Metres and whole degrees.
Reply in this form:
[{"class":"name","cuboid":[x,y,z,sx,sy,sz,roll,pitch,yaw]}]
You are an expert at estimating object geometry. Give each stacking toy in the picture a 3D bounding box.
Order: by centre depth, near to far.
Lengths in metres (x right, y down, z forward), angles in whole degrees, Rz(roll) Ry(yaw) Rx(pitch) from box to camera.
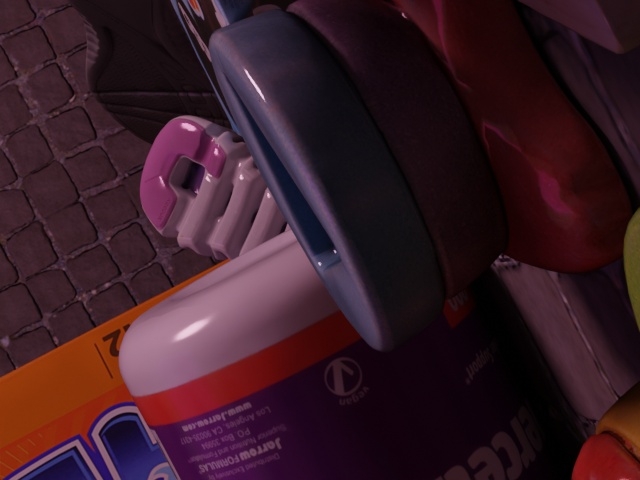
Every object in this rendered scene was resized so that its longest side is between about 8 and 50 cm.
[{"class":"stacking toy","cuboid":[0.051,0.029,0.471,0.309,0.130,0.279,60,173,11]}]

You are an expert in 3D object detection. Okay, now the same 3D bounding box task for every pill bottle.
[{"class":"pill bottle","cuboid":[0.042,0.149,0.788,0.323,0.181,0.181,62,173,-5]}]

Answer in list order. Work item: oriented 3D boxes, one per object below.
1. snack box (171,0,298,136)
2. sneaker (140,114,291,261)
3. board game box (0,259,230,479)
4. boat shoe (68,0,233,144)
[{"class":"snack box","cuboid":[-0.075,-0.200,0.798,0.322,0.060,0.187,64,172,-15]},{"class":"sneaker","cuboid":[0.000,0.000,0.941,0.236,0.095,0.104,38,-157,29]},{"class":"board game box","cuboid":[-0.054,0.249,1.141,0.356,0.356,0.356,61,173,15]},{"class":"boat shoe","cuboid":[-0.114,-0.170,1.080,0.118,0.103,0.320,9,151,20]}]
